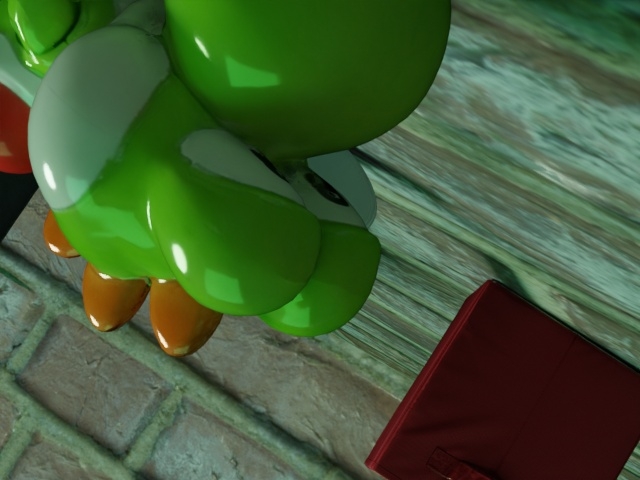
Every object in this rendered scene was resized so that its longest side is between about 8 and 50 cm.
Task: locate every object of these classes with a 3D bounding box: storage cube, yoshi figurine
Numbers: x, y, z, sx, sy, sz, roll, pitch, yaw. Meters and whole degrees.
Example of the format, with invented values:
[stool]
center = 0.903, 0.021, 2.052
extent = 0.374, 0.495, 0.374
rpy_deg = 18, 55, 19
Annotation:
[storage cube]
center = 0.167, 0.169, 1.220
extent = 0.184, 0.193, 0.215
rpy_deg = 32, 173, 5
[yoshi figurine]
center = -0.069, -0.113, 0.583
extent = 0.362, 0.203, 0.203
rpy_deg = 45, 142, 38

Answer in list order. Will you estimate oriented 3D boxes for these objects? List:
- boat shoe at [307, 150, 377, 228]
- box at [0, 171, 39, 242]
[boat shoe]
center = -0.029, -0.062, 1.036
extent = 0.183, 0.065, 0.083
rpy_deg = 38, 176, 13
[box]
center = -0.518, -0.063, 1.472
extent = 0.297, 0.480, 0.472
rpy_deg = 36, 172, -23
